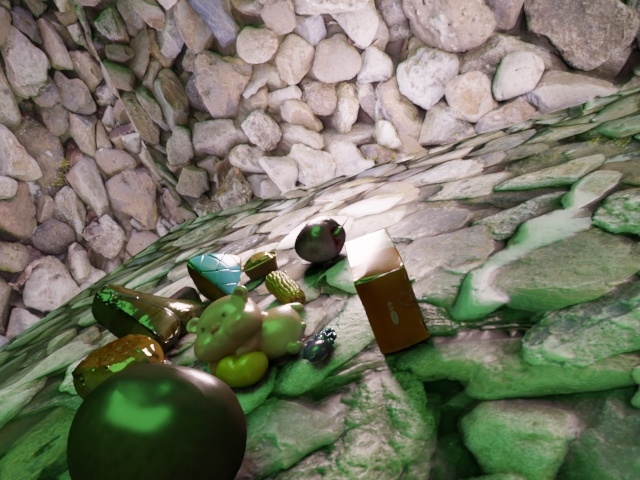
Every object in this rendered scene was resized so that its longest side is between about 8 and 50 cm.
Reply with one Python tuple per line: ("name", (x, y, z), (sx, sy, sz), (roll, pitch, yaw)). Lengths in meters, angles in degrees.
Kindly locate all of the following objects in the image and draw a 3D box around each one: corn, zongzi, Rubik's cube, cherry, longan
("corn", (-0.127, 0.184, 1.878), (0.106, 0.106, 0.293), (-29, 22, -15))
("zongzi", (-0.663, 0.260, 2.003), (0.393, 0.356, 0.174), (-43, -17, -57))
("Rubik's cube", (-0.414, 0.154, 2.192), (0.254, 0.254, 0.254), (-21, 18, 7))
("cherry", (0.000, 0.000, 2.111), (0.266, 0.183, 0.213), (-30, 1, 39))
("longan", (-0.338, 0.422, 1.062), (0.361, 0.361, 0.361), (-21, 18, 7))

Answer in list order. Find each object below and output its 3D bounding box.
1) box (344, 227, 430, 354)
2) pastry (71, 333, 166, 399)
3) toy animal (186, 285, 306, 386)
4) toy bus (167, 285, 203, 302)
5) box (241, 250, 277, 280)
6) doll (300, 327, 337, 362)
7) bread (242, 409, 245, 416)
("box", (0.178, 0.130, 1.426), (0.143, 0.225, 0.341), (-20, 17, 6))
("pastry", (-0.641, 0.435, 1.646), (0.284, 0.184, 0.316), (-28, 16, -37))
("toy animal", (-0.227, 0.270, 1.497), (0.345, 0.246, 0.277), (-21, 19, 7))
("toy bus", (-0.635, 0.307, 2.149), (0.090, 0.112, 0.274), (3, 31, 41))
("box", (-0.273, 0.107, 2.273), (0.177, 0.111, 0.111), (-26, 18, -9))
("doll", (0.001, 0.295, 1.446), (0.110, 0.067, 0.206), (-33, 3, 18))
("bread", (-0.248, 0.464, 1.264), (0.117, 0.064, 0.156), (-13, 19, 19))
